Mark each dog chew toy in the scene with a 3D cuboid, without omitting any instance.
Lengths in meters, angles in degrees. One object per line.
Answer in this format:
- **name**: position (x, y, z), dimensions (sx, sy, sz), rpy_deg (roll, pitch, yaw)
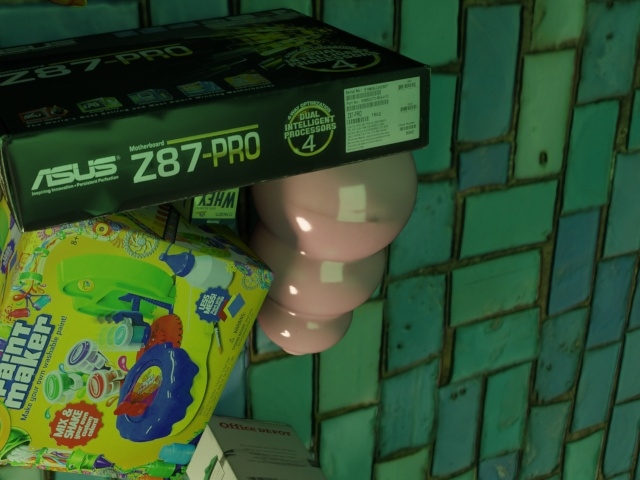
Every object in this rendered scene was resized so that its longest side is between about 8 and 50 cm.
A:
- **dog chew toy**: position (0.000, 0.000, 1.086), dimensions (0.206, 0.206, 0.332), rpy_deg (-3, 121, -28)

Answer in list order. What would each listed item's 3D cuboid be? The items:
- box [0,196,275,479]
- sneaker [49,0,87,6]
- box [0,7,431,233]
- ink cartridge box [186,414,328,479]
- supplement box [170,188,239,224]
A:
- **box**: position (-0.255, 0.099, 0.992), dimensions (0.279, 0.177, 0.290), rpy_deg (17, 102, -33)
- **sneaker**: position (-0.244, -0.329, 0.885), dimensions (0.067, 0.064, 0.175), rpy_deg (6, 115, -52)
- **box**: position (-0.136, -0.142, 0.862), dimensions (0.394, 0.318, 0.097), rpy_deg (-14, 117, -22)
- **ink cartridge box**: position (-0.075, 0.348, 1.181), dimensions (0.160, 0.219, 0.093), rpy_deg (16, 106, -33)
- **supplement box**: position (-0.140, -0.071, 1.035), dimensions (0.056, 0.083, 0.083), rpy_deg (-1, 112, -29)
